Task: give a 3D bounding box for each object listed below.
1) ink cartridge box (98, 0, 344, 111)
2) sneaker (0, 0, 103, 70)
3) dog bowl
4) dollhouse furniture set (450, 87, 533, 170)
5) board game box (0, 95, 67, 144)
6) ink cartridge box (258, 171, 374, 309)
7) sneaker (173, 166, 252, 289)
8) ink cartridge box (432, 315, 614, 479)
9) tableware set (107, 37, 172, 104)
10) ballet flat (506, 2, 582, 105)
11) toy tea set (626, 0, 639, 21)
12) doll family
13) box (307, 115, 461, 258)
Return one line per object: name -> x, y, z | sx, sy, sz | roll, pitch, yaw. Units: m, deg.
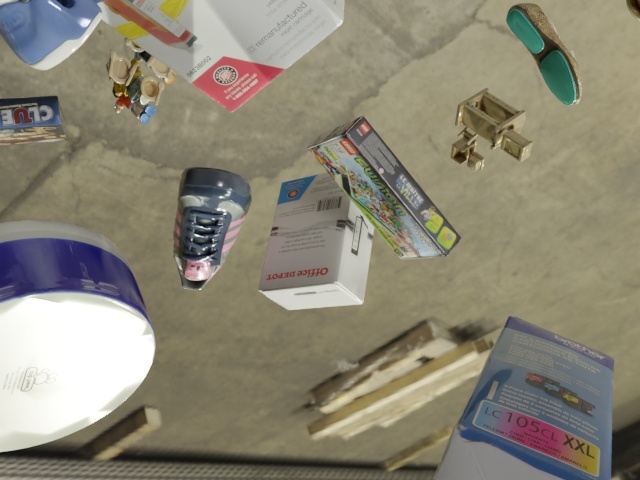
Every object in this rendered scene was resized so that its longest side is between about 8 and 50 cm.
ink cartridge box -> -0.191, -0.419, 1.151 | 0.279, 0.160, 0.384 | -30, 131, 35
sneaker -> -0.226, -0.308, 0.560 | 0.127, 0.316, 0.182 | -9, 152, 32
dog bowl -> -0.317, 0.109, 0.801 | 0.265, 0.104, 0.265 | -20, 142, -16
dollhouse furniture set -> 0.389, -0.209, 1.613 | 0.101, 0.182, 0.161 | -32, 146, -24
board game box -> -0.470, -0.174, 1.114 | 0.165, 0.042, 0.243 | -7, -176, -16
ink cartridge box -> 0.000, 0.000, 1.173 | 0.148, 0.203, 0.086 | -8, 149, 34
sneaker -> -0.172, -0.009, 1.142 | 0.112, 0.131, 0.319 | 10, 162, -6
ink cartridge box -> 0.221, 0.263, 0.865 | 0.395, 0.151, 0.270 | -32, 142, -66
tableware set -> -0.395, -0.389, 1.657 | 0.020, 0.141, 0.168 | -1, 156, 39
ballet flat -> 0.407, -0.334, 1.306 | 0.067, 0.206, 0.073 | -30, 178, -29
toy tea set -> 0.488, -0.389, 0.946 | 0.336, 0.200, 0.124 | -14, 170, 0
doll family -> -0.425, -0.426, 1.809 | 0.263, 0.163, 0.118 | -46, 156, -6
box -> 0.082, -0.063, 0.970 | 0.036, 0.207, 0.114 | -47, -164, -20
